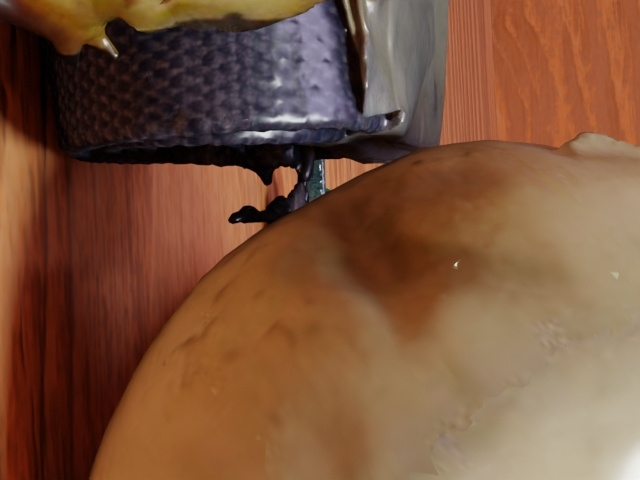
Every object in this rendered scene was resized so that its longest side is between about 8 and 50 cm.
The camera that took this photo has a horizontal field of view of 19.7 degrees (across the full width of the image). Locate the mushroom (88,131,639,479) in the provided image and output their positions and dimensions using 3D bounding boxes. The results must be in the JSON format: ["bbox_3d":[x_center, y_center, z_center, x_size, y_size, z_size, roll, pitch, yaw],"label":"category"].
[{"bbox_3d":[0.060,0.125,0.682,0.356,0.315,0.315,103,-11,-69],"label":"mushroom"}]

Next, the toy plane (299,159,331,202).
[{"bbox_3d":[0.000,0.000,1.009,0.096,0.060,0.235,-86,174,-74],"label":"toy plane"}]

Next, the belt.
[{"bbox_3d":[-0.023,-0.068,0.659,0.230,0.140,0.126,-1,87,-82],"label":"belt"}]

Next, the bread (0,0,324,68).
[{"bbox_3d":[-0.059,-0.124,0.480,0.169,0.140,0.160,-47,122,-71],"label":"bread"}]
